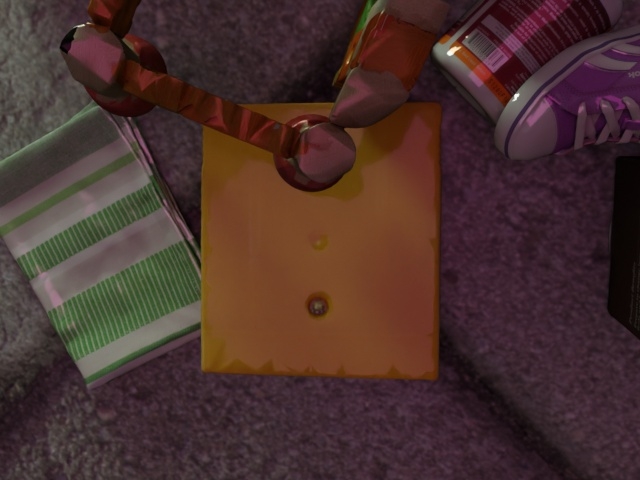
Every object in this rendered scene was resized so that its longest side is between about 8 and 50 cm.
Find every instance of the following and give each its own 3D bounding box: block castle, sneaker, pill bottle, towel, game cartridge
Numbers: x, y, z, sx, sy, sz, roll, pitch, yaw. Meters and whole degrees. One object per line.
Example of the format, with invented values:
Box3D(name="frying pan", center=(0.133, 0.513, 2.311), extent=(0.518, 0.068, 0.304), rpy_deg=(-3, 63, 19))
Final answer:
Box3D(name="block castle", center=(-0.027, -0.296, 0.646), extent=(0.303, 0.213, 0.453), rpy_deg=(22, 95, -8))
Box3D(name="sneaker", center=(0.323, -0.130, 0.642), extent=(0.282, 0.102, 0.161), rpy_deg=(-27, 53, -3))
Box3D(name="pill bottle", center=(0.233, -0.236, 0.694), extent=(0.221, 0.121, 0.121), rpy_deg=(-44, 90, 13))
Box3D(name="towel", center=(-0.285, 0.009, 0.857), extent=(0.248, 0.038, 0.325), rpy_deg=(-28, 93, 13))
Box3D(name="game cartridge", center=(0.000, 0.000, 0.785), extent=(0.285, 0.052, 0.324), rpy_deg=(1, 90, 6))

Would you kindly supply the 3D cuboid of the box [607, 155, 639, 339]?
Box3D(name="box", center=(0.376, 0.024, 0.578), extent=(0.143, 0.381, 0.191), rpy_deg=(0, 99, 7))
